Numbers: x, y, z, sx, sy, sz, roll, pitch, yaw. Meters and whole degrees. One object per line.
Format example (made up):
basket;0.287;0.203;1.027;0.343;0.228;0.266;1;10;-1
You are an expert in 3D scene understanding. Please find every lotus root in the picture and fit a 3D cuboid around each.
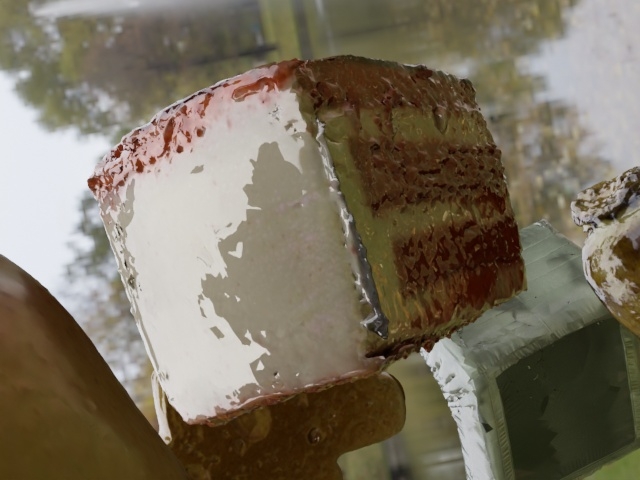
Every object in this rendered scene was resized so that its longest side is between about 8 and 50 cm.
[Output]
lotus root;0.246;0.032;0.916;0.190;0.108;0.094;47;167;-18

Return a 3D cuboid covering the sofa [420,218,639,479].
sofa;0.200;0.132;1.403;0.176;0.210;0.225;43;156;55

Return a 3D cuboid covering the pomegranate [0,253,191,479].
pomegranate;-0.193;0.137;0.524;0.338;0.338;0.338;169;90;-90

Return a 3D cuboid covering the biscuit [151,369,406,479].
biscuit;-0.050;0.137;1.058;0.212;0.238;0.041;36;173;-24

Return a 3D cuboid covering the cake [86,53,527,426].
cake;0.000;0.000;0.767;0.262;0.160;0.158;-9;-100;-65
